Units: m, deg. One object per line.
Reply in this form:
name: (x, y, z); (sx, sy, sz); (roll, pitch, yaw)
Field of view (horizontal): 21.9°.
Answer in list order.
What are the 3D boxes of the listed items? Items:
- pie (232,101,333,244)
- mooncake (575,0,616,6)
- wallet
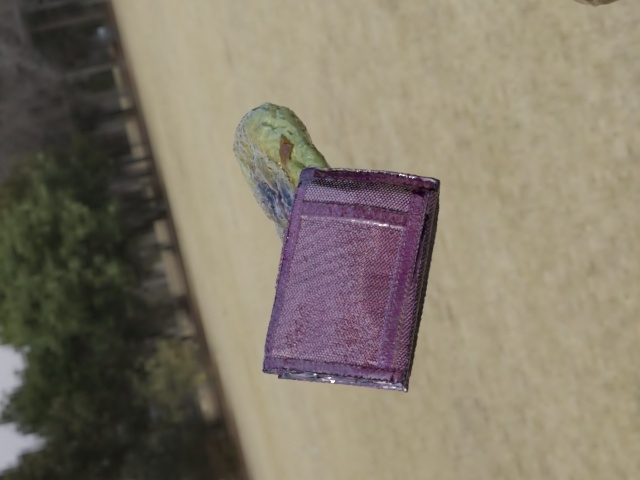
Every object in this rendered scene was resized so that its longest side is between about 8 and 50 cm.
pie: (0.000, 0.000, 1.751); (0.323, 0.070, 0.323); (62, 172, 15)
mooncake: (0.157, -0.303, 1.259); (0.290, 0.161, 0.290); (33, -173, -5)
wallet: (0.023, 0.025, 1.209); (0.030, 0.111, 0.166); (72, -153, -66)
